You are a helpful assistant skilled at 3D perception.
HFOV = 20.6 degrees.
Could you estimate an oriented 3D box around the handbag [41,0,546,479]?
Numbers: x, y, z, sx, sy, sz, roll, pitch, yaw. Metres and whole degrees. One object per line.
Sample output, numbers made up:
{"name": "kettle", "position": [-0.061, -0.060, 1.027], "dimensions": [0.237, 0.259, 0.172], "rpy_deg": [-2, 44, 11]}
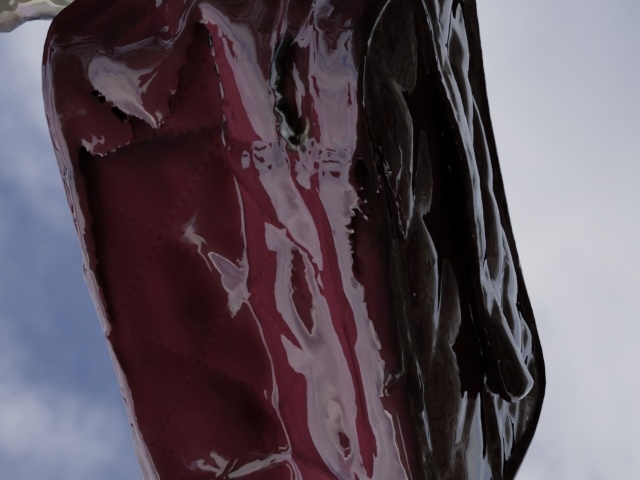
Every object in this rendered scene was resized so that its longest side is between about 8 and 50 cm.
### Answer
{"name": "handbag", "position": [0.000, 0.000, 0.611], "dimensions": [0.146, 0.135, 0.225], "rpy_deg": [-52, -44, -58]}

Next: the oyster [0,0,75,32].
{"name": "oyster", "position": [-0.155, -0.146, 0.637], "dimensions": [0.260, 0.198, 0.092], "rpy_deg": [-2, -129, -6]}
